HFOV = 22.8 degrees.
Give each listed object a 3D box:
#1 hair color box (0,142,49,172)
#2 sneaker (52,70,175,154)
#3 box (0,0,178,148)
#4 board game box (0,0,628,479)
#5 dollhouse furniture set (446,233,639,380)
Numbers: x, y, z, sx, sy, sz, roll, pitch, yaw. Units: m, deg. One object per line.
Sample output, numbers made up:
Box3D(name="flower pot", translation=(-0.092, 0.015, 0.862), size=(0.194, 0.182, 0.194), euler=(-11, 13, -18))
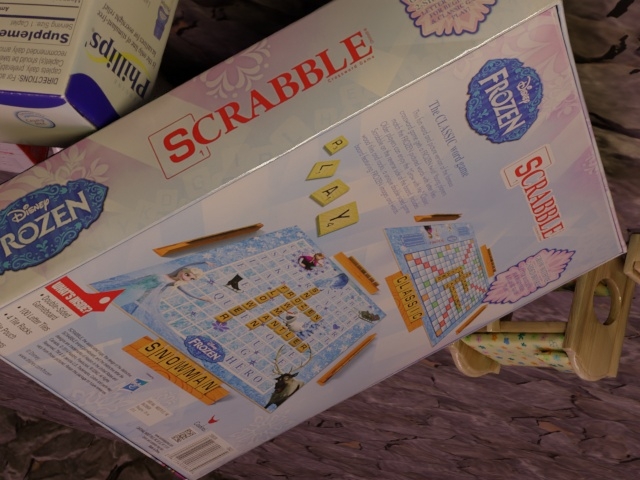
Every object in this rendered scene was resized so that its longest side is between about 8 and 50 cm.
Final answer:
Box3D(name="hair color box", translation=(-0.237, -0.087, 1.064), size=(0.093, 0.053, 0.167), euler=(9, 174, -1))
Box3D(name="sneaker", translation=(-0.050, -0.035, 1.028), size=(0.152, 0.114, 0.305), euler=(-16, 135, 34))
Box3D(name="box", translation=(-0.145, -0.122, 0.798), size=(0.126, 0.137, 0.072), euler=(7, 162, 25))
Box3D(name="board game box", translation=(0.000, 0.000, 0.869), size=(0.318, 0.066, 0.319), euler=(-28, 154, 4))
Box3D(name="dollhouse furniture set", translation=(0.148, 0.028, 1.066), size=(0.182, 0.101, 0.161), euler=(-3, 155, 45))
